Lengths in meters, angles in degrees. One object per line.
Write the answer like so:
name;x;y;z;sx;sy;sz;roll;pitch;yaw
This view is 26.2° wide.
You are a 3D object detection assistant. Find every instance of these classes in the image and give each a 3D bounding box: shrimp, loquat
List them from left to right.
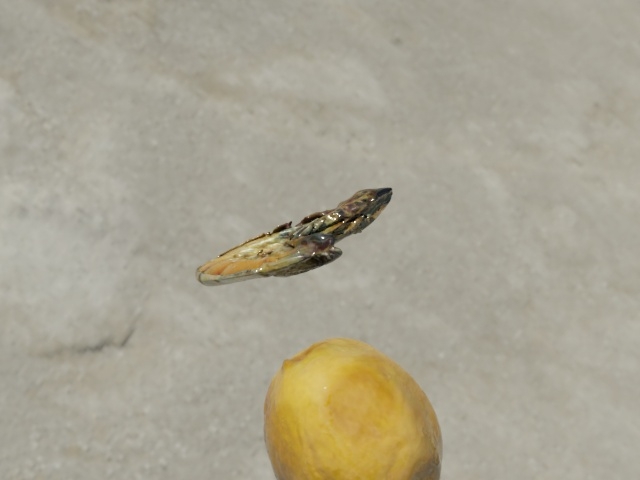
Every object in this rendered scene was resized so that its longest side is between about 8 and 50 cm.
shrimp;-0.001;-0.003;1.083;0.148;0.195;0.035;-10;-77;67
loquat;0.031;0.222;1.552;0.238;0.193;0.238;45;-18;19
